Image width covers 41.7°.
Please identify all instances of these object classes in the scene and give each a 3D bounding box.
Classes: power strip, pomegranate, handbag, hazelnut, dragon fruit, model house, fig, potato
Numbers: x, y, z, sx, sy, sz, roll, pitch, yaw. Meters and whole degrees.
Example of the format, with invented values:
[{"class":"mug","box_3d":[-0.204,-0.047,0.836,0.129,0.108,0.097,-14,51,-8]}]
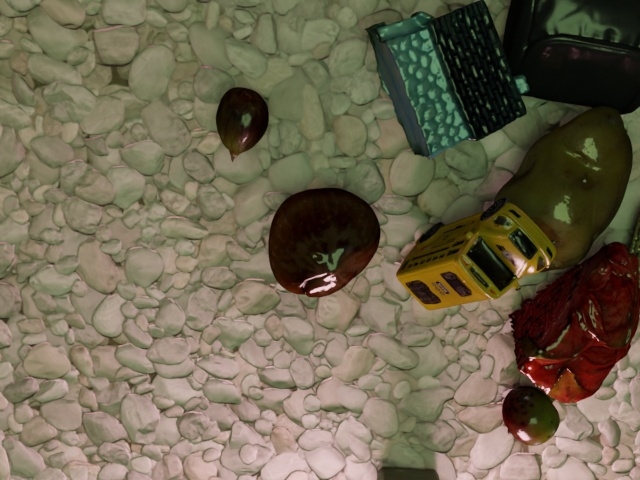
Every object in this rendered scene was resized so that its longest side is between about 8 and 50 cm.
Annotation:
[{"class":"power strip","box_3d":[0.193,0.599,1.796,0.140,0.224,0.139,4,103,-1]},{"class":"pomegranate","box_3d":[0.456,0.355,1.789,0.129,0.129,0.159,22,96,-5]},{"class":"handbag","box_3d":[0.502,-0.368,1.586,0.301,0.178,0.275,11,103,-3]},{"class":"hazelnut","box_3d":[0.000,0.000,1.663,0.234,0.218,0.218,-42,100,11]},{"class":"dragon fruit","box_3d":[0.509,0.145,1.693,0.240,0.302,0.330,33,110,26]},{"class":"model house","box_3d":[0.242,-0.321,1.578,0.241,0.226,0.261,-23,102,3]},{"class":"fig","box_3d":[-0.160,-0.225,1.670,0.103,0.109,0.155,13,132,-10]},{"class":"potato","box_3d":[0.483,-0.100,1.638,0.218,0.202,0.351,31,100,-10]}]

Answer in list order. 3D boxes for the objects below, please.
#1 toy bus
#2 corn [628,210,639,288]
[{"class":"toy bus","box_3d":[0.289,0.041,1.608,0.145,0.331,0.151,47,66,-9]},{"class":"corn","box_3d":[0.679,0.018,1.732,0.087,0.087,0.211,12,107,-3]}]
